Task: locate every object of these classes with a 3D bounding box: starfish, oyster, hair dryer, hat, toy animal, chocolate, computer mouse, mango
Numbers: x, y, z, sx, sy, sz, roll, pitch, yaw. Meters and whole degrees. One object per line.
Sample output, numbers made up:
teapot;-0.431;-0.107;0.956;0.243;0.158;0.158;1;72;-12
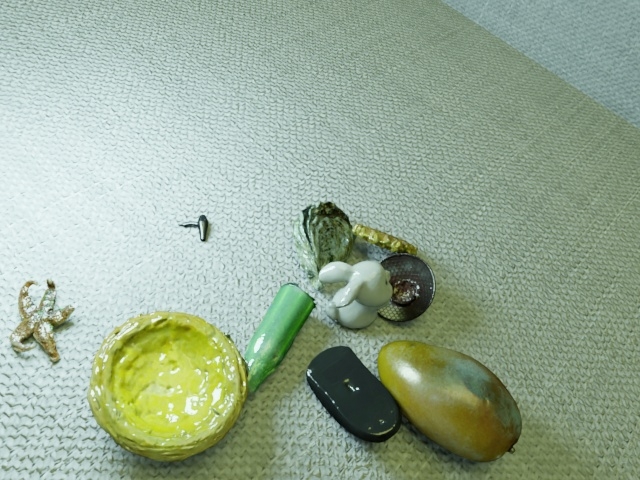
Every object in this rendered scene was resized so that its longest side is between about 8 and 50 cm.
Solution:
starfish;-0.641;0.188;1.329;0.150;0.053;0.210;-25;66;-16
oyster;0.000;0.000;1.619;0.198;0.112;0.268;45;43;-6
hair dryer;-0.353;-0.034;1.593;0.083;0.031;0.079;-3;62;-1
hat;0.230;0.136;1.588;0.192;0.082;0.193;-7;70;21
toy animal;0.090;0.137;1.477;0.178;0.193;0.128;-14;56;-15
chocolate;-0.118;0.242;1.392;0.110;0.110;0.291;27;53;6
computer mouse;0.080;0.369;1.351;0.137;0.086;0.269;-30;52;-22
mango;0.295;0.360;1.357;0.384;0.199;0.221;35;58;28

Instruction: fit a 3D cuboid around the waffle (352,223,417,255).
waffle;0.193;0.003;1.657;0.160;0.046;0.192;25;7;32

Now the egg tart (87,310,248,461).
egg tart;-0.327;0.314;1.250;0.345;0.132;0.346;8;52;-10
